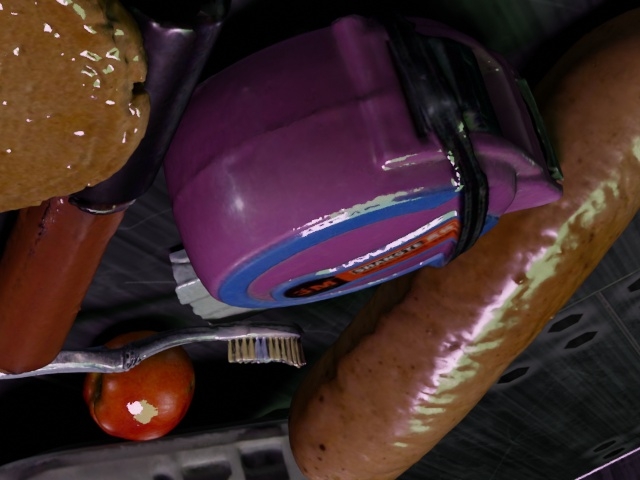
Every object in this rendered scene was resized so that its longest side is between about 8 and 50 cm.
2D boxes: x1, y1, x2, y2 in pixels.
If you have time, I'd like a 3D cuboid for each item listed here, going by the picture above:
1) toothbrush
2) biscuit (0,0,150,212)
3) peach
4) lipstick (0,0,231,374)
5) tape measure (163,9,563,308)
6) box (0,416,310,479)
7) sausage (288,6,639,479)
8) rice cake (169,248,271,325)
[{"bbox_3d":[-0.206,0.094,0.988,0.413,0.042,0.035,-2,158,-21],"label":"toothbrush"},{"bbox_3d":[-0.193,-0.085,0.614,0.226,0.042,0.226,-2,146,-1],"label":"biscuit"},{"bbox_3d":[-0.151,0.124,1.074,0.100,0.101,0.101,-20,155,-10],"label":"peach"},{"bbox_3d":[-0.155,-0.024,0.794,0.077,0.077,0.418,-8,152,-31],"label":"lipstick"},{"bbox_3d":[0.021,-0.050,0.820,0.231,0.149,0.245,-21,165,18],"label":"tape measure"},{"bbox_3d":[-0.200,0.277,1.257,0.396,0.111,0.396,-2,158,-41],"label":"box"},{"bbox_3d":[0.130,0.024,0.983,0.501,0.123,0.136,-54,-177,25],"label":"sausage"},{"bbox_3d":[0.000,0.000,1.018,0.237,0.043,0.127,-25,157,4],"label":"rice cake"}]
